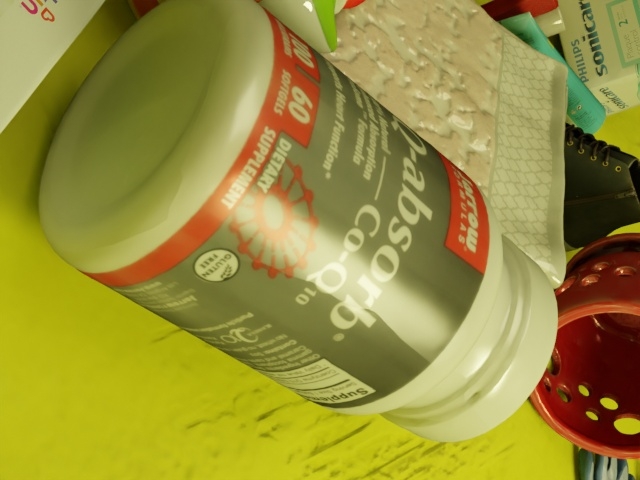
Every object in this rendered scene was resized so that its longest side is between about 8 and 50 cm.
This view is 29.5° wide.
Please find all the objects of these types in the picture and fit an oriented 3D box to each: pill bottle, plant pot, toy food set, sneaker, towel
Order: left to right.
[{"bbox_3d":[0.000,0.000,0.877,0.363,0.210,0.210,34,48,-36],"label":"pill bottle"},{"bbox_3d":[0.116,-0.140,1.166,0.317,0.053,0.331,32,44,-20],"label":"towel"},{"bbox_3d":[0.210,-0.296,1.398,0.232,0.105,0.111,44,31,-63],"label":"toy food set"},{"bbox_3d":[0.285,-0.108,1.353,0.083,0.118,0.222,-27,94,-53],"label":"sneaker"},{"bbox_3d":[0.312,0.097,1.234,0.191,0.191,0.174,54,31,-17],"label":"plant pot"}]

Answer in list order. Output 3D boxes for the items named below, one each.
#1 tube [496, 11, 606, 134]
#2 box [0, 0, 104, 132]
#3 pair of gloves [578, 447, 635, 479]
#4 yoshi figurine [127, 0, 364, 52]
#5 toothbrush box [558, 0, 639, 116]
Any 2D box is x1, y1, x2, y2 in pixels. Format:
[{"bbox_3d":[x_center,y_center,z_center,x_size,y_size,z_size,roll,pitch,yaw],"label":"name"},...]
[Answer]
[{"bbox_3d":[0.259,-0.192,1.408,0.207,0.080,0.052,37,49,-40],"label":"tube"},{"bbox_3d":[-0.275,-0.142,0.687,0.231,0.127,0.262,47,41,-22],"label":"box"},{"bbox_3d":[0.329,0.300,1.282,0.198,0.023,0.159,40,46,-30],"label":"pair of gloves"},{"bbox_3d":[0.007,-0.301,0.971,0.362,0.203,0.203,-29,64,-28],"label":"yoshi figurine"},{"bbox_3d":[0.442,-0.307,1.491,0.126,0.296,0.216,17,60,-58],"label":"toothbrush box"}]
